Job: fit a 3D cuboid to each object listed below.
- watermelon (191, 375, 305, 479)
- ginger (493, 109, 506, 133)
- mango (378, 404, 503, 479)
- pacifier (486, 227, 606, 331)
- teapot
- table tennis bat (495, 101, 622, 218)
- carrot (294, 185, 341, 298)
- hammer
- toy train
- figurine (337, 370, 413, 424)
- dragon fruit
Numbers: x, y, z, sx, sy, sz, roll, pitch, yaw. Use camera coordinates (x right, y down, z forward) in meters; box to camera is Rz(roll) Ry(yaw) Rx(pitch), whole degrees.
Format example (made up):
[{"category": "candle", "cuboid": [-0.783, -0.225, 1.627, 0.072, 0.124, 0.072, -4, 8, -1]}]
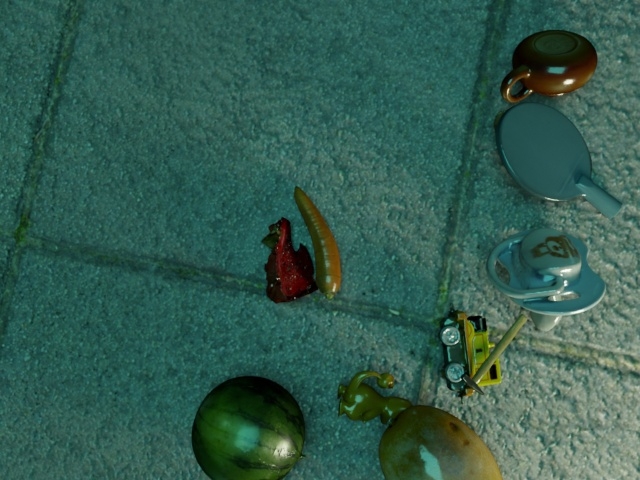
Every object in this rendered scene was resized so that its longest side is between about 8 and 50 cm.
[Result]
[{"category": "watermelon", "cuboid": [-0.151, 0.410, 1.719, 0.242, 0.242, 0.243, -1, 85, 7]}, {"category": "ginger", "cuboid": [0.428, -0.205, 1.788, 0.051, 0.069, 0.174, -25, 86, -15]}, {"category": "mango", "cuboid": [0.274, 0.510, 1.673, 0.221, 0.199, 0.384, -41, 83, -15]}, {"category": "pacifier", "cuboid": [0.466, 0.096, 1.709, 0.227, 0.279, 0.207, -8, 126, 4]}, {"category": "teapot", "cuboid": [0.492, -0.362, 1.757, 0.252, 0.135, 0.178, -30, 42, -17]}, {"category": "table tennis bat", "cuboid": [0.517, -0.165, 1.752, 0.329, 0.044, 0.215, 39, 65, -5]}, {"category": "carrot", "cuboid": [0.000, 0.000, 1.830, 0.066, 0.062, 0.271, -22, 75, 42]}, {"category": "hammer", "cuboid": [0.379, 0.238, 1.718, 0.062, 0.013, 0.199, 44, 75, -6]}, {"category": "toy train", "cuboid": [0.319, 0.242, 1.753, 0.127, 0.089, 0.220, -5, 83, -5]}, {"category": "figurine", "cuboid": [0.129, 0.341, 1.754, 0.176, 0.121, 0.122, 22, 112, -14]}, {"category": "dragon fruit", "cuboid": [-0.074, 0.042, 1.813, 0.122, 0.092, 0.192, -5, 84, 6]}]
